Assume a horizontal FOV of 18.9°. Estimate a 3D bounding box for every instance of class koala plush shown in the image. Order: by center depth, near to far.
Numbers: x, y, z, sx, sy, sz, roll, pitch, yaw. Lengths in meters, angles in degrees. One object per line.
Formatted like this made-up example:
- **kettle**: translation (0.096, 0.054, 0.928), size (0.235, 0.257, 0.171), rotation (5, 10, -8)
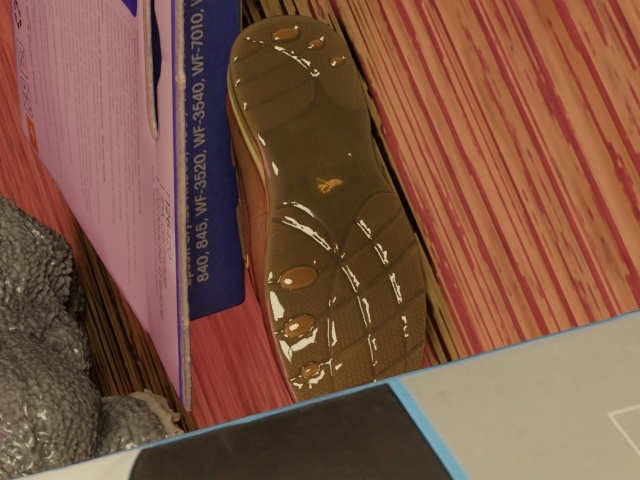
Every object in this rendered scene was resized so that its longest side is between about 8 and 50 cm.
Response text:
- **koala plush**: translation (-0.188, 0.095, 1.098), size (0.221, 0.196, 0.203), rotation (-136, 50, -59)

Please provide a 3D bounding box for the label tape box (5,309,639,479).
- **label tape box**: translation (0.112, 0.167, 0.345), size (0.348, 0.249, 0.115), rotation (-124, 31, -41)

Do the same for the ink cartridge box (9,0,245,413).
- **ink cartridge box**: translation (-0.082, -0.129, 0.862), size (0.307, 0.072, 0.304), rotation (-134, 39, -55)

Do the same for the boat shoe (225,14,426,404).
- **boat shoe**: translation (0.000, 0.000, 0.770), size (0.060, 0.064, 0.178), rotation (115, 145, -67)
